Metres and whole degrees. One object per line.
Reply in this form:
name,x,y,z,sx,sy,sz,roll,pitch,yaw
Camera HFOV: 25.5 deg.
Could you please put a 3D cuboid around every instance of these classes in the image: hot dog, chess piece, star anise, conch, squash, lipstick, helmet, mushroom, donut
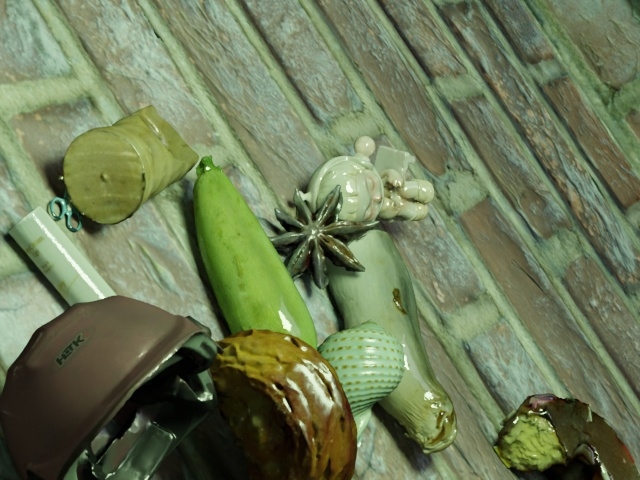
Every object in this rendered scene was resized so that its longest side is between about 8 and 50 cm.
hot dog,-0.046,0.237,1.857,0.267,0.174,0.387,64,-3,11
chess piece,-0.266,-0.121,2.088,0.137,0.137,0.301,52,19,-2
star anise,0.000,0.000,2.287,0.181,0.061,0.204,9,61,1
conch,0.038,0.211,2.107,0.131,0.172,0.200,35,71,-4
squash,-0.116,0.040,2.115,0.118,0.118,0.370,-2,58,-53
lipstick,-0.311,0.070,1.885,0.264,0.059,0.059,50,32,-5
helmet,-0.261,0.176,1.639,0.197,0.338,0.271,37,72,18
mushroom,0.117,0.161,2.290,0.177,0.126,0.397,31,34,-45
donut,0.452,0.426,2.456,0.259,0.136,0.345,0,61,-54

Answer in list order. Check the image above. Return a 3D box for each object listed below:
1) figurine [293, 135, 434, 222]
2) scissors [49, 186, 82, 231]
figurine,0.067,-0.089,2.437,0.257,0.182,0.144,-3,37,-50
scissors,-0.353,-0.065,2.000,0.058,0.014,0.119,40,37,-31
